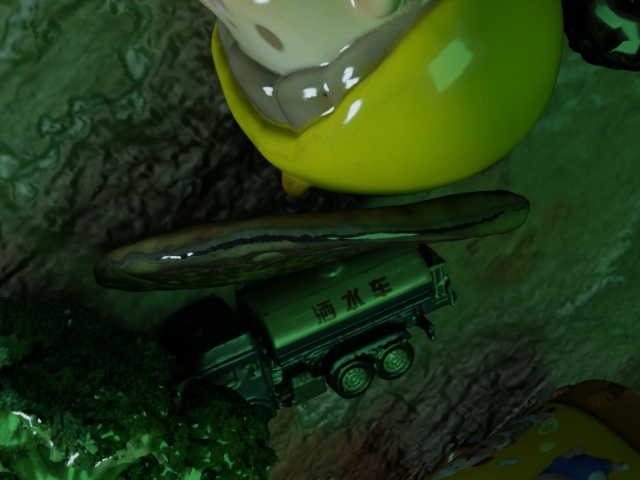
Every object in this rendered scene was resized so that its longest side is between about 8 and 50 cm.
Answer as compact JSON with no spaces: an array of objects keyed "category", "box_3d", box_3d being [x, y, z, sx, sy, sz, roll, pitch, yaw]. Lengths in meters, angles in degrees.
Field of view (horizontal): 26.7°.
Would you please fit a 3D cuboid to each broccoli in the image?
[{"category":"broccoli","box_3d":[-0.150,0.155,0.754,0.270,0.270,0.270,-18,156,-8]}]

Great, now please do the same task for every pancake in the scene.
[{"category":"pancake","box_3d":[0.000,0.001,0.780,0.250,0.250,0.031,-8,87,-27]}]

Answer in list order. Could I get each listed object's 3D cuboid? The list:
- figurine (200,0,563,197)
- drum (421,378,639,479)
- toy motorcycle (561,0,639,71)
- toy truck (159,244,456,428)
[{"category":"figurine","box_3d":[-0.014,-0.161,0.650,0.187,0.215,0.343,-43,131,-3]},{"category":"drum","box_3d":[0.221,0.326,0.997,0.214,0.431,0.431,-31,132,-10]},{"category":"toy motorcycle","box_3d":[0.231,-0.292,0.728,0.401,0.134,0.207,-48,114,-6]},{"category":"toy truck","box_3d":[-0.005,0.060,0.902,0.202,0.074,0.088,-23,125,-16]}]
